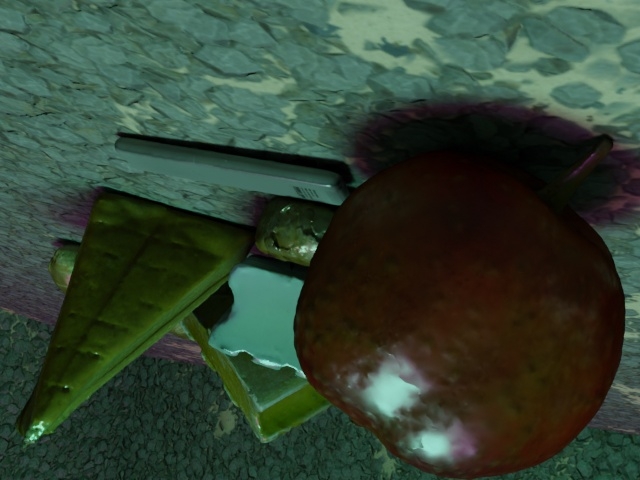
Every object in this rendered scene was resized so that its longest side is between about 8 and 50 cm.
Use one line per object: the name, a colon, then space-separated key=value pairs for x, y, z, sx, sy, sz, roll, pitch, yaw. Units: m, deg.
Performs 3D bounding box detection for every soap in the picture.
soap: x=-0.023 y=0.099 z=1.117 sx=0.208 sy=0.115 sz=0.347 roll=18 pitch=-179 yaw=-1
soap: x=-0.036 y=0.138 z=1.413 sx=0.304 sy=0.338 sz=0.169 roll=50 pitch=154 yaw=32

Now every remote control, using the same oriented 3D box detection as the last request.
remote control: x=-0.095 y=-0.078 z=0.876 sx=0.260 sy=0.029 sz=0.067 roll=11 pitch=167 yaw=16

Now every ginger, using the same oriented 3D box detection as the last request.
ginger: x=-0.329 y=0.124 z=1.618 sx=0.362 sy=0.122 sz=0.348 roll=2 pitch=155 yaw=3

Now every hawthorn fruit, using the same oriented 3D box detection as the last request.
hawthorn fruit: x=0.142 y=0.042 z=0.714 sx=0.287 sy=0.330 sz=0.287 roll=27 pitch=-154 yaw=-15

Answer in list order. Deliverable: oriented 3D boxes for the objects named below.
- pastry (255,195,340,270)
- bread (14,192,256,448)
pastry: x=0.001 y=-0.005 z=0.929 sx=0.153 sy=0.081 sz=0.153 roll=16 pitch=171 yaw=3
bread: x=-0.268 y=0.142 z=1.172 sx=0.244 sy=0.362 sz=0.233 roll=18 pitch=164 yaw=-8
